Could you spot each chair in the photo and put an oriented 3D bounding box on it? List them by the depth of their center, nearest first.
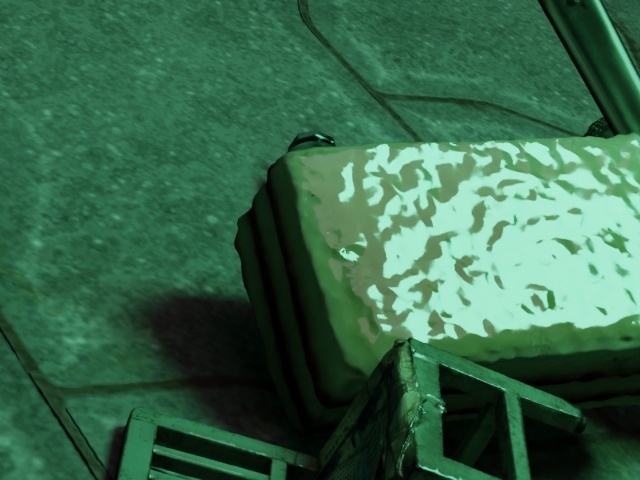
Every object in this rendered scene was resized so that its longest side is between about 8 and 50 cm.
[{"bbox_3d":[0.023,0.143,1.088,0.270,0.147,0.136,23,28,-11],"label":"chair"}]

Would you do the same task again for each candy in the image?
[{"bbox_3d":[0.117,0.029,1.257,0.320,0.135,0.179,-2,63,-23],"label":"candy"}]

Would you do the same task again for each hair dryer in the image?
[{"bbox_3d":[0.251,-0.090,1.408,0.284,0.156,0.320,40,1,-32],"label":"hair dryer"}]

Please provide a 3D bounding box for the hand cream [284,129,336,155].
[{"bbox_3d":[0.000,0.000,1.413,0.091,0.058,0.271,14,33,-11],"label":"hand cream"}]
